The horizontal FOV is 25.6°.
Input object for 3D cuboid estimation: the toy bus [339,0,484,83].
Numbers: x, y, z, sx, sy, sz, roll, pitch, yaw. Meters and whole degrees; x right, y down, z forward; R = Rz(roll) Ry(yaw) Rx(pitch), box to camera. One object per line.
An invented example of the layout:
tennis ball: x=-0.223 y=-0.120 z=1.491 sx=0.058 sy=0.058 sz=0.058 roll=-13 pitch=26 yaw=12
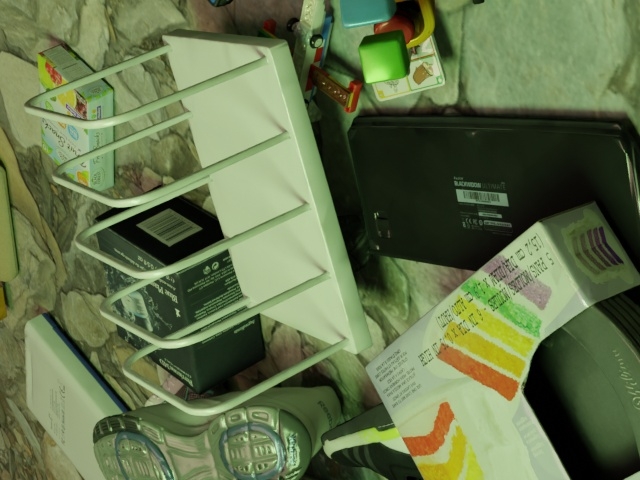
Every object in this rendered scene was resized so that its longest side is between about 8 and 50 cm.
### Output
toy bus: x=0.075 y=-0.207 z=0.924 sx=0.104 sy=0.202 sz=0.191 roll=-7 pitch=97 yaw=14

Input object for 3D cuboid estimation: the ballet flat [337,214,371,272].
ballet flat: x=0.000 y=0.000 z=1.278 sx=0.057 sy=0.049 sz=0.173 roll=45 pitch=162 yaw=-25

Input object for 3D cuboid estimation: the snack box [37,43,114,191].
snack box: x=-0.271 y=-0.133 z=1.564 sx=0.100 sy=0.037 sz=0.141 roll=43 pitch=145 yaw=30

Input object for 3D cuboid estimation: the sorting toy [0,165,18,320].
sorting toy: x=-0.499 y=-0.041 z=1.980 sx=0.229 sy=0.041 sz=0.307 roll=35 pitch=140 yaw=30

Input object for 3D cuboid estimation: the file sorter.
file sorter: x=-0.108 y=-0.016 z=1.198 sx=0.193 sy=0.173 sz=0.277 roll=19 pitch=130 yaw=56

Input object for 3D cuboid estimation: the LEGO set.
LEGO set: x=0.003 y=-0.191 z=1.127 sx=0.244 sy=0.060 sz=0.182 roll=-11 pitch=100 yaw=50

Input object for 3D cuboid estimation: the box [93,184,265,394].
box: x=-0.147 y=0.051 z=1.474 sx=0.156 sy=0.093 sz=0.158 roll=29 pitch=137 yaw=42

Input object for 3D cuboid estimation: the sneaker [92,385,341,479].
sneaker: x=-0.106 y=0.206 z=1.428 sx=0.297 sy=0.129 sz=0.111 roll=-8 pitch=100 yaw=34

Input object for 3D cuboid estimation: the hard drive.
hard drive: x=-0.301 y=0.273 z=1.926 sx=0.319 sy=0.040 sz=0.210 roll=45 pitch=145 yaw=26

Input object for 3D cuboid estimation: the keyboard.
keyboard: x=0.139 y=0.001 z=1.073 sx=0.317 sy=0.033 sz=0.201 roll=9 pitch=115 yaw=54

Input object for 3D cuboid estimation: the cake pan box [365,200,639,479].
cake pan box: x=0.168 y=0.135 z=1.003 sx=0.245 sy=0.070 sz=0.267 roll=61 pitch=143 yaw=12

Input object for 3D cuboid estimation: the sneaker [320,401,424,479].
sneaker: x=0.066 y=0.190 z=1.231 sx=0.097 sy=0.084 sz=0.234 roll=62 pitch=164 yaw=7

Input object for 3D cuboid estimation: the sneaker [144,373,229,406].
sneaker: x=-0.150 y=0.189 z=1.620 sx=0.076 sy=0.065 sz=0.166 roll=53 pitch=150 yaw=7
